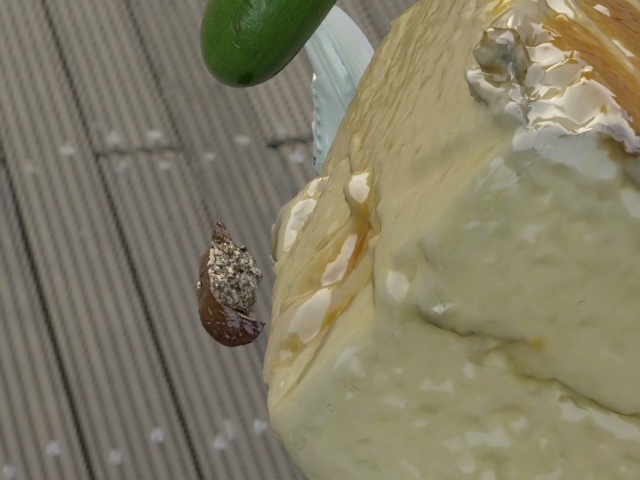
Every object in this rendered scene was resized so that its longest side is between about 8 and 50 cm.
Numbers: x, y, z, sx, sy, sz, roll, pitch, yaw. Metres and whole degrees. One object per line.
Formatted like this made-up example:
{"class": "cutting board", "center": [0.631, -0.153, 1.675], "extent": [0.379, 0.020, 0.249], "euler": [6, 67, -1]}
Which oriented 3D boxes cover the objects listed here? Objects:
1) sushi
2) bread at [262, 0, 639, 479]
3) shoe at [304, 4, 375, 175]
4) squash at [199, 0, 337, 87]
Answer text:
{"class": "sushi", "center": [-0.073, 0.035, 1.480], "extent": [0.052, 0.055, 0.120], "euler": [27, 25, -17]}
{"class": "bread", "center": [0.172, 0.034, 1.001], "extent": [0.371, 0.279, 0.390], "euler": [25, 18, -12]}
{"class": "shoe", "center": [0.025, -0.112, 1.879], "extent": [0.110, 0.265, 0.095], "euler": [-22, 21, 24]}
{"class": "squash", "center": [-0.008, -0.209, 1.295], "extent": [0.082, 0.292, 0.082], "euler": [21, 42, -21]}
